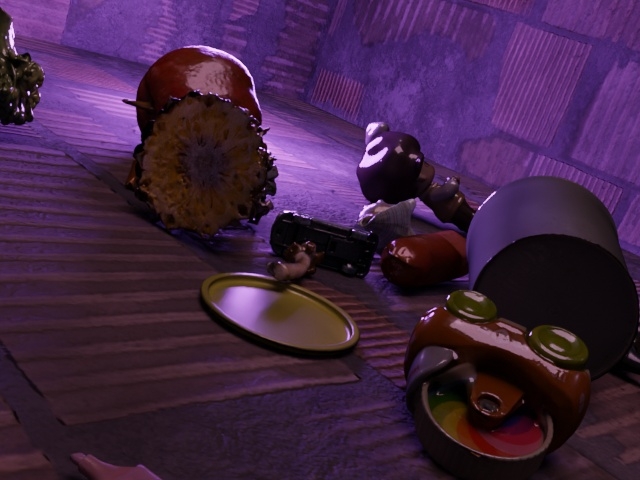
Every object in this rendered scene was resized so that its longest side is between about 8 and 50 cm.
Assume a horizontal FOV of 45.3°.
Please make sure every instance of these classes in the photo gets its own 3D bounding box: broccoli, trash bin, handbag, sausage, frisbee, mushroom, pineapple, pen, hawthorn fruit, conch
[{"bbox_3d":[-0.645,-0.348,1.490,0.288,0.246,0.248,29,8,16],"label":"broccoli"},{"bbox_3d":[0.387,0.052,1.322,0.280,0.281,0.432,21,19,7],"label":"trash bin"},{"bbox_3d":[-0.338,-0.130,1.453,0.027,0.061,0.083,22,14,3],"label":"handbag"},{"bbox_3d":[0.217,0.037,1.500,0.097,0.094,0.348,44,23,22],"label":"sausage"},{"bbox_3d":[-0.056,0.101,1.077,0.235,0.017,0.236,18,16,-5],"label":"frisbee"},{"bbox_3d":[-0.040,0.034,1.222,0.060,0.061,0.187,33,11,7],"label":"mushroom"},{"bbox_3d":[-0.164,-0.114,1.375,0.262,0.263,0.271,24,3,18],"label":"pineapple"},{"bbox_3d":[-0.116,0.214,0.582,0.197,0.032,0.053,28,18,20],"label":"pen"},{"bbox_3d":[-0.302,-0.302,1.735,0.330,0.287,0.287,-6,29,-45],"label":"hawthorn fruit"},{"bbox_3d":[0.138,-0.025,1.532,0.114,0.137,0.234,61,-4,-6],"label":"conch"}]

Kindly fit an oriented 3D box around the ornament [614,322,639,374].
[{"bbox_3d":[0.613,0.229,1.348,0.202,0.080,0.236,-2,23,-47],"label":"ornament"}]

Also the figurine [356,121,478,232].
[{"bbox_3d":[0.272,-0.163,2.040,0.364,0.206,0.218,19,14,-3],"label":"figurine"}]

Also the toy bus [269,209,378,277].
[{"bbox_3d":[0.000,0.000,1.380,0.193,0.087,0.089,14,9,-17],"label":"toy bus"}]

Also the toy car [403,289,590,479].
[{"bbox_3d":[0.189,0.186,0.900,0.235,0.145,0.235,9,30,-5],"label":"toy car"}]
